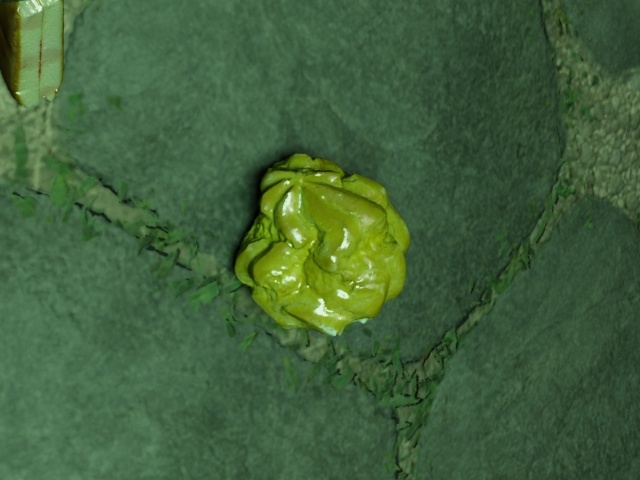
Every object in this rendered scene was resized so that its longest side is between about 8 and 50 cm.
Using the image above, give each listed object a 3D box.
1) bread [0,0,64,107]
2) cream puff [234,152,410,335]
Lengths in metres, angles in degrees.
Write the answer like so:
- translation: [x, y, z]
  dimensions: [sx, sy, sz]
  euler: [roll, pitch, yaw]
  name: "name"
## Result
- translation: [-0.213, -0.150, 0.738]
  dimensions: [0.043, 0.062, 0.109]
  euler: [-25, 154, -28]
  name: "bread"
- translation: [-0.001, -0.001, 0.875]
  dimensions: [0.156, 0.121, 0.156]
  euler: [-7, 104, -29]
  name: "cream puff"
